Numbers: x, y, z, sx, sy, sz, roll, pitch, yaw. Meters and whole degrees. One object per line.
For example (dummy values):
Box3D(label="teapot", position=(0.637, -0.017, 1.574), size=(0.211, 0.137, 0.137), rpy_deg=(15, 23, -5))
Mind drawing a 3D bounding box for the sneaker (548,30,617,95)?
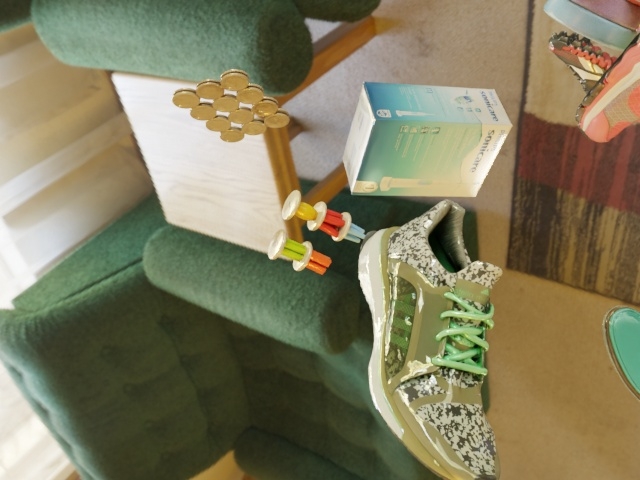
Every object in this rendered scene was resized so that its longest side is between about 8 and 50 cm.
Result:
Box3D(label="sneaker", position=(0.710, -0.445, 1.676), size=(0.276, 0.097, 0.135), rpy_deg=(26, 131, -1))

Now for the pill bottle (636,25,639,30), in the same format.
Box3D(label="pill bottle", position=(0.857, -0.564, 1.648), size=(0.083, 0.043, 0.043), rpy_deg=(6, 130, 25))

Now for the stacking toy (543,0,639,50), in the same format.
Box3D(label="stacking toy", position=(0.433, -0.247, 0.824), size=(0.309, 0.279, 0.130), rpy_deg=(28, 121, 3))

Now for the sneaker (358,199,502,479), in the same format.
Box3D(label="sneaker", position=(0.160, 0.105, 0.824), size=(0.158, 0.410, 0.182), rpy_deg=(15, 135, -29))

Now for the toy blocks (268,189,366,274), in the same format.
Box3D(label="toy blocks", position=(0.000, 0.000, 1.063), size=(0.148, 0.123, 0.054), rpy_deg=(23, 170, -25))

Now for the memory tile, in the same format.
Box3D(label="memory tile", position=(-0.118, -0.181, 0.872), size=(0.113, 0.012, 0.148), rpy_deg=(-15, 157, 21))

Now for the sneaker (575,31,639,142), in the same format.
Box3D(label="sneaker", position=(0.388, -0.177, 0.672), size=(0.136, 0.116, 0.314), rpy_deg=(41, 158, 9))

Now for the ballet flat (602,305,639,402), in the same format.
Box3D(label="ballet flat", position=(0.380, 0.170, 0.712), size=(0.213, 0.072, 0.068), rpy_deg=(54, 172, 13))

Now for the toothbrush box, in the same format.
Box3D(label="toothbrush box", position=(0.217, -0.208, 1.354), size=(0.296, 0.126, 0.216), rpy_deg=(0, 140, -12))
